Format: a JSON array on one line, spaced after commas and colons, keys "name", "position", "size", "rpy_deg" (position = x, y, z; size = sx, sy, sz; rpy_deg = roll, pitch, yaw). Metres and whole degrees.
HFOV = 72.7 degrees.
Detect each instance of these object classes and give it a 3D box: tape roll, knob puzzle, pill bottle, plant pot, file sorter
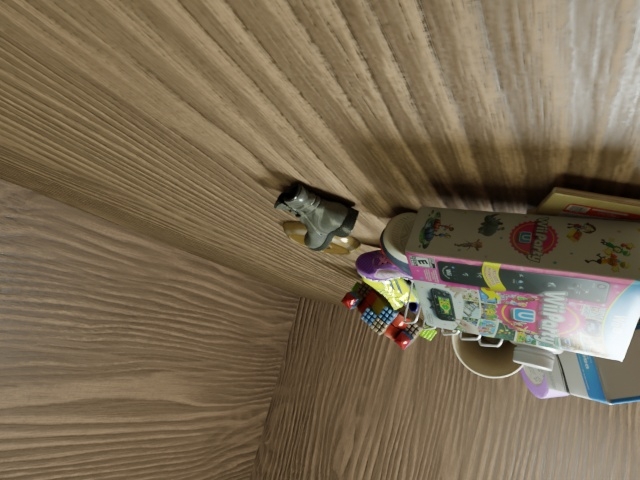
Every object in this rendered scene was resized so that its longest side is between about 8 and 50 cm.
[{"name": "tape roll", "position": [0.811, 0.428, 1.589], "size": [0.090, 0.275, 0.275], "rpy_deg": [-6, 168, 0]}, {"name": "knob puzzle", "position": [0.395, -0.030, 0.616], "size": [0.213, 0.030, 0.213], "rpy_deg": [14, 168, 3]}, {"name": "pill bottle", "position": [0.510, 0.185, 1.014], "size": [0.117, 0.215, 0.117], "rpy_deg": [15, 169, 3]}, {"name": "plant pot", "position": [0.642, 0.347, 1.620], "size": [0.256, 0.257, 0.274], "rpy_deg": [10, -177, 26]}, {"name": "file sorter", "position": [0.419, 0.212, 1.368], "size": [0.277, 0.173, 0.193], "rpy_deg": [16, 168, 2]}, {"name": "plant pot", "position": [0.000, 0.000, 1.263], "size": [0.236, 0.032, 0.236], "rpy_deg": [14, 168, 3]}]

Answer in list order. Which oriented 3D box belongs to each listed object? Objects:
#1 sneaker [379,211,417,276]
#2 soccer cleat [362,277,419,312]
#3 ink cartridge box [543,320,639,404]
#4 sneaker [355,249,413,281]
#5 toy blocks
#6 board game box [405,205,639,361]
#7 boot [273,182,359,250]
[{"name": "sneaker", "position": [0.284, 0.047, 0.899], "size": [0.350, 0.131, 0.148], "rpy_deg": [26, 166, -1]}, {"name": "soccer cleat", "position": [0.262, 0.183, 1.557], "size": [0.289, 0.121, 0.093], "rpy_deg": [23, 167, -31]}, {"name": "ink cartridge box", "position": [0.781, 0.305, 1.135], "size": [0.285, 0.166, 0.395], "rpy_deg": [-11, 164, 6]}, {"name": "sneaker", "position": [0.200, 0.058, 1.151], "size": [0.236, 0.095, 0.104], "rpy_deg": [3, 159, 25]}, {"name": "toy blocks", "position": [0.249, 0.282, 1.682], "size": [0.381, 0.191, 0.261], "rpy_deg": [38, -169, 20]}, {"name": "board game box", "position": [0.305, 0.065, 0.672], "size": [0.303, 0.098, 0.224], "rpy_deg": [6, 144, 29]}, {"name": "boot", "position": [-0.031, -0.057, 0.964], "size": [0.161, 0.084, 0.246], "rpy_deg": [26, 161, -14]}]
